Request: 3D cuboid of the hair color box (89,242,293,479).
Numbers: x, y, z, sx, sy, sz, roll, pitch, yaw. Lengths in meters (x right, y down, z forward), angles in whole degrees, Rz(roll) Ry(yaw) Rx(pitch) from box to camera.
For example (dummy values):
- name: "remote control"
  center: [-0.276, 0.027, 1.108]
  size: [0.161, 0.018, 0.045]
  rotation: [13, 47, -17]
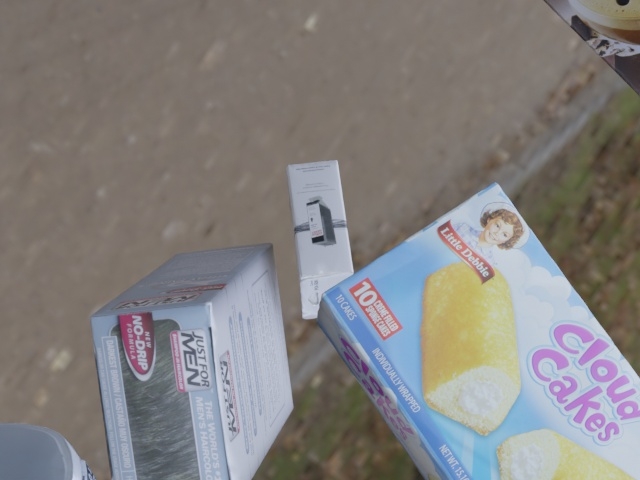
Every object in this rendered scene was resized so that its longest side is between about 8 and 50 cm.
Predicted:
- name: "hair color box"
  center: [-0.114, 0.122, 1.710]
  size: [0.374, 0.114, 0.185]
  rotation: [-50, 133, -80]

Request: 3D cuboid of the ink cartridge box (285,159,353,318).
- name: "ink cartridge box"
  center: [0.000, 0.000, 1.843]
  size: [0.099, 0.056, 0.135]
  rotation: [88, -5, -62]

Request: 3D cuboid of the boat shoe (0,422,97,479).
- name: "boat shoe"
  center: [-0.210, 0.134, 0.744]
  size: [0.113, 0.306, 0.105]
  rotation: [-70, 146, -45]

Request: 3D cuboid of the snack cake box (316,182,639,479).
- name: "snack cake box"
  center: [0.132, 0.112, 1.229]
  size: [0.152, 0.264, 0.089]
  rotation: [-33, 169, -11]

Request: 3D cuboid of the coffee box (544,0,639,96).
- name: "coffee box"
  center: [0.242, -0.251, 1.360]
  size: [0.168, 0.297, 0.118]
  rotation: [-24, -134, 34]
